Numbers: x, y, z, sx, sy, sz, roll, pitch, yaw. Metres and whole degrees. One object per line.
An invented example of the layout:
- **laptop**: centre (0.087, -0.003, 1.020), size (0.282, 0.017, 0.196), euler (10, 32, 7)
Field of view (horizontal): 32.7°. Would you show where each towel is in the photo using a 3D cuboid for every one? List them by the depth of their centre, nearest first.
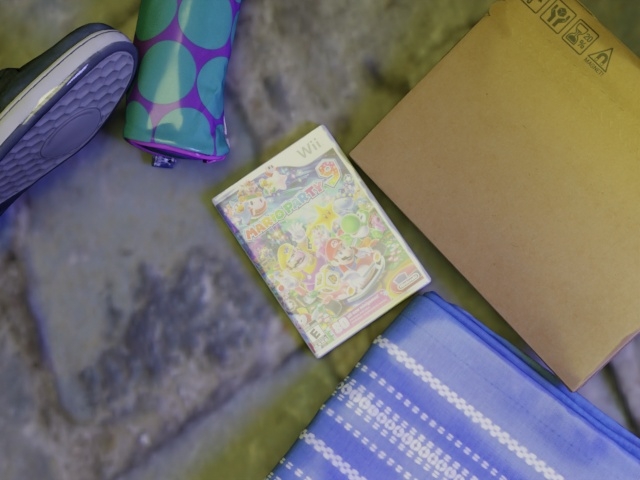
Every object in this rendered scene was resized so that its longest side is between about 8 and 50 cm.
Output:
- **towel**: centre (0.055, 0.217, 0.604), size (0.243, 0.040, 0.336), euler (38, 73, 9)

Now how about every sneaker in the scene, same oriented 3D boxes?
- **sneaker**: centre (-0.231, -0.094, 0.662), size (0.226, 0.086, 0.163), euler (-39, 80, 16)

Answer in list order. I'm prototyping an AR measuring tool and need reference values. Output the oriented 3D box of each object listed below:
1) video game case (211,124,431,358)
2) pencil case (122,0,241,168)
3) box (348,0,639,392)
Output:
- **video game case**: centre (0.000, 0.000, 0.687), size (0.087, 0.011, 0.122), euler (-34, 81, 0)
- **pencil case**: centre (-0.080, -0.123, 0.682), size (0.070, 0.064, 0.152), euler (13, 82, -32)
- **box**: centre (0.139, -0.039, 0.648), size (0.164, 0.021, 0.201), euler (-45, 74, 9)
